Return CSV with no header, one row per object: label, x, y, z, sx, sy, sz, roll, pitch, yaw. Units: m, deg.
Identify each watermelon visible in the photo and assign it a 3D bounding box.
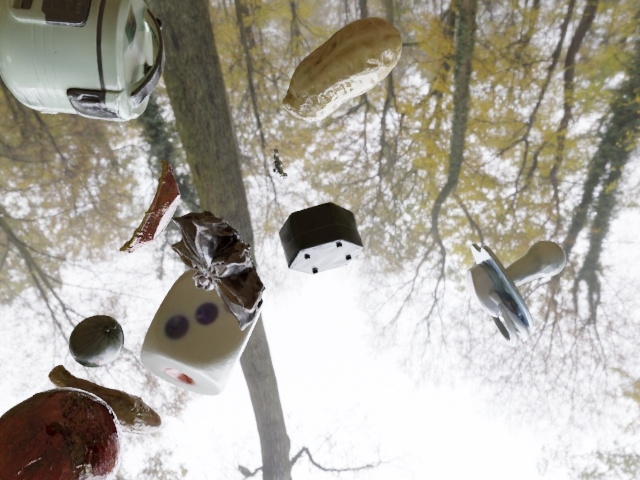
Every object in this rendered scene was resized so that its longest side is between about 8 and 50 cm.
watermelon,-0.450,0.199,1.013,0.133,0.105,0.105,-38,-154,30

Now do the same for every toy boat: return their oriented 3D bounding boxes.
toy boat,-0.518,-0.088,1.550,0.099,0.318,0.141,27,-177,3

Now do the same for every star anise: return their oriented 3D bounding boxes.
star anise,-0.178,0.042,0.931,0.223,0.236,0.109,44,-121,11

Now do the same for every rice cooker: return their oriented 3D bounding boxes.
rice cooker,-0.386,-0.313,0.823,0.244,0.226,0.226,6,-143,-9

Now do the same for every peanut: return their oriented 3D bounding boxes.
peanut,0.050,-0.454,1.345,0.387,0.169,0.192,-25,-178,35

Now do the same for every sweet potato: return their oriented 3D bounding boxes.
sweet potato,-0.630,0.489,1.489,0.109,0.385,0.109,-33,-148,25

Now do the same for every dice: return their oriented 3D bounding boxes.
dice,-0.357,0.278,1.512,0.277,0.304,0.304,23,-123,-1

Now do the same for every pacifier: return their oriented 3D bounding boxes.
pacifier,0.474,0.090,1.177,0.233,0.244,0.299,-34,179,8

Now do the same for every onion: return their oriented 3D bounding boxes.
onion,-0.572,0.451,1.089,0.276,0.276,0.276,-5,-142,4

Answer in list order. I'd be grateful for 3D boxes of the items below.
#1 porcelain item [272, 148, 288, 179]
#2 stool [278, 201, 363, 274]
porcelain item,-0.173,-0.295,2.000,0.021,0.075,0.136,-11,-109,-33
stool,0.000,0.000,1.450,0.232,0.232,0.141,-12,-115,-6
